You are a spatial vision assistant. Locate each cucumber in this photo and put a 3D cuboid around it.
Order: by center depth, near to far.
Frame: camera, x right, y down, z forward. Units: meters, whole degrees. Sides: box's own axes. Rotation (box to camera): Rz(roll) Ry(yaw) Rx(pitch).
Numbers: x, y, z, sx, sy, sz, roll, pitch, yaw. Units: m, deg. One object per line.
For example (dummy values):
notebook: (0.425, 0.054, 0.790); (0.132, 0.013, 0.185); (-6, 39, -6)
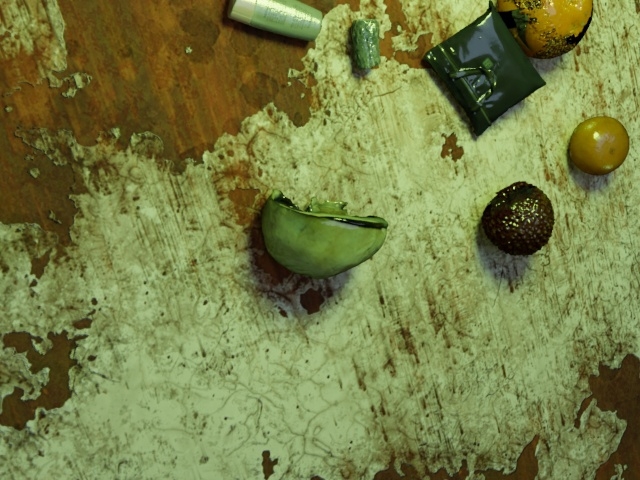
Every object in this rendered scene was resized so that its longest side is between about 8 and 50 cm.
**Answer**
cucumber: (0.103, -0.438, 1.597); (0.064, 0.064, 0.111); (-8, 99, -23)

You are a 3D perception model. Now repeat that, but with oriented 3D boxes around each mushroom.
mushroom: (0.006, 0.003, 1.533); (0.267, 0.189, 0.164); (8, 106, -26)

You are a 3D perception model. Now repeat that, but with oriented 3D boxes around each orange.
orange: (0.547, -0.559, 1.718); (0.235, 0.182, 0.234); (0, 91, -19)
orange: (0.726, -0.248, 1.859); (0.156, 0.124, 0.156); (-4, 110, -11)

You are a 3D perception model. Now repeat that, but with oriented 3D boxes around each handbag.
handbag: (0.393, -0.406, 1.703); (0.211, 0.088, 0.254); (-39, 110, 5)

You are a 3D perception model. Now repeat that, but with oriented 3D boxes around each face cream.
face cream: (-0.096, -0.483, 1.510); (0.198, 0.057, 0.084); (12, 90, -22)

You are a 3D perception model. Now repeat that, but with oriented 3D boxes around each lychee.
lychee: (0.492, -0.046, 1.750); (0.188, 0.188, 0.188); (-3, 96, -23)
